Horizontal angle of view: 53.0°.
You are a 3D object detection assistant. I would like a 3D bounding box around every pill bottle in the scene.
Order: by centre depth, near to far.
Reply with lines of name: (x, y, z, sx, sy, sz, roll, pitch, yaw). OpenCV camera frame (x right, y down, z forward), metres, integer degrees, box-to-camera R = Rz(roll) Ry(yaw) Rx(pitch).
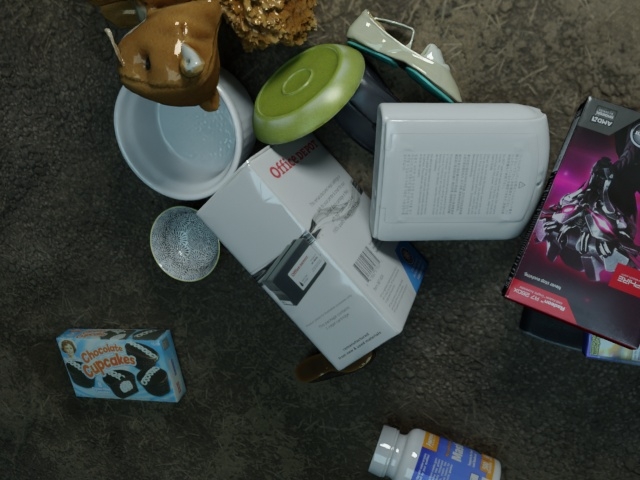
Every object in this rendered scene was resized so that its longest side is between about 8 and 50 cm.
pill bottle: (0.253, 0.518, 1.449, 0.272, 0.152, 0.152, 20, 118, 10)

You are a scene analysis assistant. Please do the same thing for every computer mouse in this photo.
computer mouse: (0.098, -0.244, 1.211, 0.272, 0.072, 0.188, 43, 120, -3)

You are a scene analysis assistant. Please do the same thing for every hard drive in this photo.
hard drive: (0.528, 0.142, 1.242, 0.255, 0.054, 0.172, 11, 116, 14)

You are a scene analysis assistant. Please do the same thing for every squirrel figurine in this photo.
squirrel figurine: (-0.194, -0.416, 1.083, 0.397, 0.281, 0.370, -8, 78, -7)

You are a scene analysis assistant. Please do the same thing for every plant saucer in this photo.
plant saucer: (-0.033, -0.275, 1.154, 0.241, 0.241, 0.037, -20, 133, 26)

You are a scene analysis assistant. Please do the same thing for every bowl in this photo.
bowl: (-0.284, 0.000, 1.428, 0.170, 0.080, 0.170, 4, 105, 17)

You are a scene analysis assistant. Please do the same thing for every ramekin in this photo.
ramekin: (-0.262, -0.232, 1.306, 0.277, 0.135, 0.277, 8, 115, 17)

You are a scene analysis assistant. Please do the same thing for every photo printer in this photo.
photo printer: (0.249, -0.121, 1.150, 0.308, 0.107, 0.256, -1, 120, -3)

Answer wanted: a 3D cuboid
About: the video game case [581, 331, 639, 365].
video game case: (0.609, 0.091, 1.135, 0.244, 0.061, 0.269, 7, 92, 13)

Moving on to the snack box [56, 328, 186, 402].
snack box: (-0.523, 0.325, 1.685, 0.322, 0.060, 0.187, -3, 111, 20)

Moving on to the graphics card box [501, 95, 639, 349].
graphics card box: (0.486, -0.029, 1.086, 0.233, 0.094, 0.370, 23, 95, 12)

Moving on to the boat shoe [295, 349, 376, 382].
boat shoe: (0.042, 0.274, 1.464, 0.207, 0.073, 0.073, -21, 69, 30)

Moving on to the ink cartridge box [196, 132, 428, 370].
ink cartridge box: (0.000, 0.000, 1.231, 0.166, 0.285, 0.395, -39, 96, 29)

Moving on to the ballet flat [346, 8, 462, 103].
ballet flat: (0.163, -0.333, 1.151, 0.248, 0.086, 0.086, 33, 119, 4)

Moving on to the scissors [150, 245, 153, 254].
scissors: (-0.269, -0.007, 1.473, 0.297, 0.021, 0.109, -26, 100, 28)
